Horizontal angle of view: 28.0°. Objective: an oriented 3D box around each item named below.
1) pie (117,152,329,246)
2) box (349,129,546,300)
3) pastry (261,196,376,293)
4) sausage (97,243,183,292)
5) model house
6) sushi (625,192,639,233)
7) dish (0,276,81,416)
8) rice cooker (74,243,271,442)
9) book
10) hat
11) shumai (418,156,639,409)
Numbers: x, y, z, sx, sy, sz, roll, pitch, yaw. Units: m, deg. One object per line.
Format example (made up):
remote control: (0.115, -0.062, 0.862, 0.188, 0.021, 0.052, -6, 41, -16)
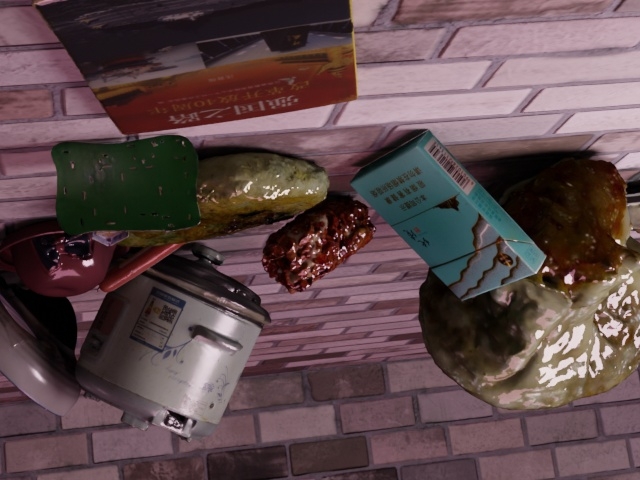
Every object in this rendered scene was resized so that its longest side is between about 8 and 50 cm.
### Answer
pie: (-0.138, -0.046, 1.685, 0.323, 0.071, 0.323, -8, 169, -2)
box: (0.164, -0.027, 1.671, 0.041, 0.229, 0.162, -52, -166, -32)
pastry: (0.002, 0.000, 1.817, 0.115, 0.097, 0.208, -23, -174, 37)
sausage: (-0.247, 0.020, 1.877, 0.223, 0.029, 0.029, -32, 158, 23)
model house: (-0.226, -0.054, 1.499, 0.167, 0.117, 0.088, -6, 169, -11)
sushi: (0.619, -0.027, 2.102, 0.343, 0.064, 0.359, -6, 171, 35)
dish: (-0.453, 0.135, 2.028, 0.134, 0.273, 0.273, -44, 166, -3)
rice cooker: (-0.228, 0.148, 2.001, 0.264, 0.317, 0.316, 28, 149, -29)
book: (-0.098, -0.182, 1.218, 0.262, 0.028, 0.374, -10, 167, 1)
hat: (-0.369, 0.032, 1.841, 0.205, 0.089, 0.205, -7, 166, -2)
shumai: (0.347, 0.039, 1.853, 0.397, 0.324, 0.323, -22, 155, -20)
